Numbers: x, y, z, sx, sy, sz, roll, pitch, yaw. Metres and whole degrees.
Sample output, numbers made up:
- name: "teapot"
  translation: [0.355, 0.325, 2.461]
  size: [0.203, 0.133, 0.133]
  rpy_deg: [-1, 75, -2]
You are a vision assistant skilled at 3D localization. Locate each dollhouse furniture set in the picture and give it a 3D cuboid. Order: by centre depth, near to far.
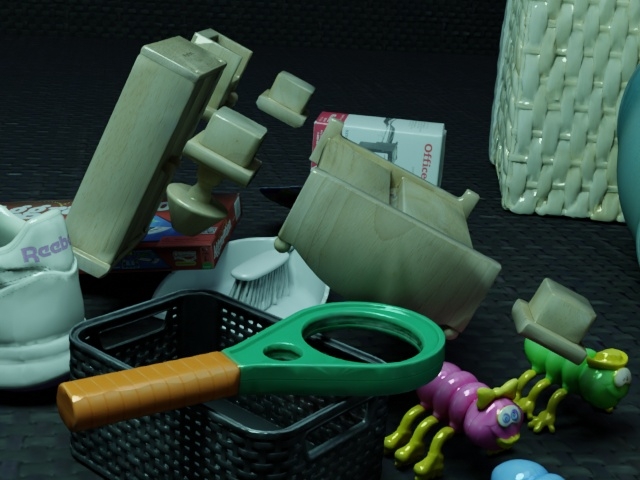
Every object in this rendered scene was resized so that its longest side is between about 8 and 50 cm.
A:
- name: "dollhouse furniture set"
  translation: [0.000, 0.000, 0.771]
  size: [0.355, 0.174, 0.303]
  rpy_deg: [28, 17, -3]

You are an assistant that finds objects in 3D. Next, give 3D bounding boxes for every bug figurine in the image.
- name: "bug figurine"
  translation: [0.173, 0.121, 0.618]
  size: [0.279, 0.072, 0.216]
  rpy_deg: [-11, 24, -37]

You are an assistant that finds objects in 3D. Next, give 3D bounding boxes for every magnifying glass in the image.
- name: "magnifying glass"
  translation: [-0.030, 0.070, 0.541]
  size: [0.231, 0.026, 0.092]
  rpy_deg: [-6, 22, -33]

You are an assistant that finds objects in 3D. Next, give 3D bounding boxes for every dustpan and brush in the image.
- name: "dustpan and brush"
  translation: [-0.042, 0.020, 0.881]
  size: [0.147, 0.060, 0.211]
  rpy_deg: [11, 20, 19]

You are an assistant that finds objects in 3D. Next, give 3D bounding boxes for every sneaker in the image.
- name: "sneaker"
  translation: [-0.302, 0.010, 0.717]
  size: [0.305, 0.152, 0.114]
  rpy_deg: [9, 21, 18]

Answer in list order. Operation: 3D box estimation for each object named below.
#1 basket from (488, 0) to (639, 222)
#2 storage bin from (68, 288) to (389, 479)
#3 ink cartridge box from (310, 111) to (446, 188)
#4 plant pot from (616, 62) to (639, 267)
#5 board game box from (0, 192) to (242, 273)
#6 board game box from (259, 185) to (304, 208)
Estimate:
- name: "basket"
  translation: [0.395, -0.207, 1.232]
  size: [0.328, 0.331, 0.266]
  rpy_deg: [6, 21, 6]
- name: "storage bin"
  translation: [-0.059, 0.104, 0.597]
  size: [0.180, 0.084, 0.122]
  rpy_deg: [18, 23, 36]
- name: "ink cartridge box"
  translation: [0.067, -0.085, 1.136]
  size: [0.150, 0.109, 0.063]
  rpy_deg: [7, 18, 7]
- name: "plant pot"
  translation: [0.405, -0.052, 0.922]
  size: [0.271, 0.272, 0.255]
  rpy_deg: [11, 35, 19]
- name: "board game box"
  translation: [-0.223, -0.006, 0.901]
  size: [0.281, 0.027, 0.145]
  rpy_deg: [-2, 20, 6]
- name: "board game box"
  translation: [0.014, -0.021, 1.016]
  size: [0.133, 0.033, 0.168]
  rpy_deg: [21, -13, -41]
